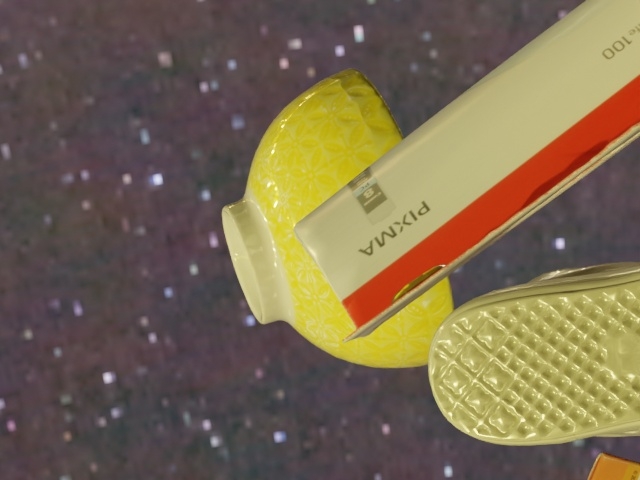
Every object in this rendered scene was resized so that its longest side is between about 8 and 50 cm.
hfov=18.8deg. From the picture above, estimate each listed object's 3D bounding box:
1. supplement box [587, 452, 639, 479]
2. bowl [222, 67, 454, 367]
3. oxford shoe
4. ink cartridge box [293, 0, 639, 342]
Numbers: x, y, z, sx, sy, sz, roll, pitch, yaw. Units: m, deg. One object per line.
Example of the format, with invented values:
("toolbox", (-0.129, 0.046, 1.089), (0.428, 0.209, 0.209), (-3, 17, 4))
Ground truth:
("supplement box", (0.288, 0.216, 1.296), (0.233, 0.078, 0.080), (16, -109, 32))
("bowl", (0.000, 0.000, 1.789), (0.156, 0.289, 0.289), (-19, -143, -10))
("oxford shoe", (0.307, 0.079, 1.466), (0.449, 0.169, 0.130), (-5, -178, 20))
("ink cartridge box", (0.121, -0.069, 1.136), (0.308, 0.091, 0.385), (-37, 178, 4))
